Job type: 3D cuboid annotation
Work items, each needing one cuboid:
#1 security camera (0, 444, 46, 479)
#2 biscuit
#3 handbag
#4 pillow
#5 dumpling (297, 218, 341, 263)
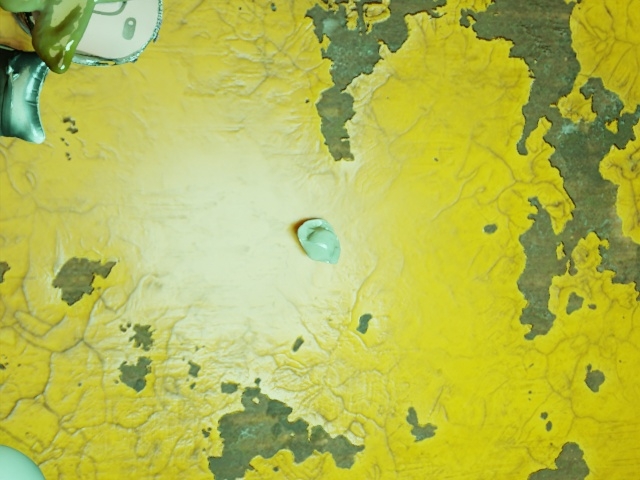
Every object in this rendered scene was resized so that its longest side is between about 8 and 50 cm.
[{"bbox_3d":[-0.504,0.391,1.552,0.236,0.194,0.195,-35,110,-13],"label":"security camera"},{"bbox_3d":[-0.316,-0.340,1.433,0.208,0.047,0.164,-38,101,-7],"label":"biscuit"},{"bbox_3d":[-0.328,-0.336,1.517,0.205,0.116,0.179,8,98,-21],"label":"handbag"},{"bbox_3d":[-0.429,-0.207,1.538,0.091,0.055,0.136,2,101,-27],"label":"pillow"},{"bbox_3d":[-0.001,0.001,1.746,0.076,0.057,0.052,17,133,0],"label":"dumpling"}]
